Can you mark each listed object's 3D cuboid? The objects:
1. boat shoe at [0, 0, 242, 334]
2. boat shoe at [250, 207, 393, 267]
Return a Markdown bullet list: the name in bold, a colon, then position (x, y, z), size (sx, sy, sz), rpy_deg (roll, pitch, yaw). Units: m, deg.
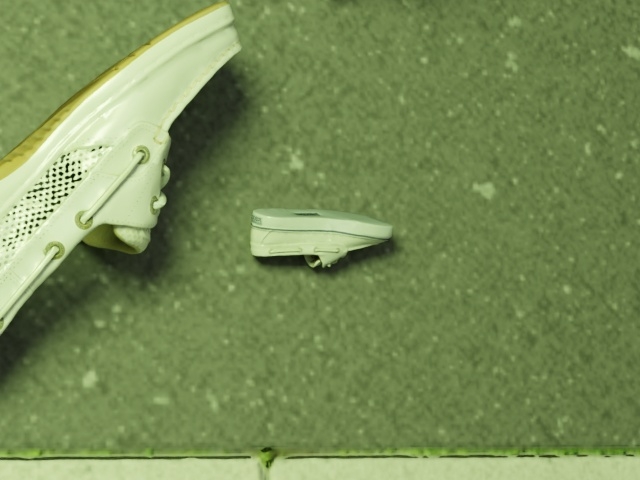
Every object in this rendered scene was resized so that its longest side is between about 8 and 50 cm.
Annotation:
- **boat shoe**: position (-0.137, -0.031, 1.054), size (0.277, 0.098, 0.096), rpy_deg (-44, 99, -18)
- **boat shoe**: position (0.000, 0.000, 1.148), size (0.100, 0.035, 0.035), rpy_deg (1, 105, -29)
